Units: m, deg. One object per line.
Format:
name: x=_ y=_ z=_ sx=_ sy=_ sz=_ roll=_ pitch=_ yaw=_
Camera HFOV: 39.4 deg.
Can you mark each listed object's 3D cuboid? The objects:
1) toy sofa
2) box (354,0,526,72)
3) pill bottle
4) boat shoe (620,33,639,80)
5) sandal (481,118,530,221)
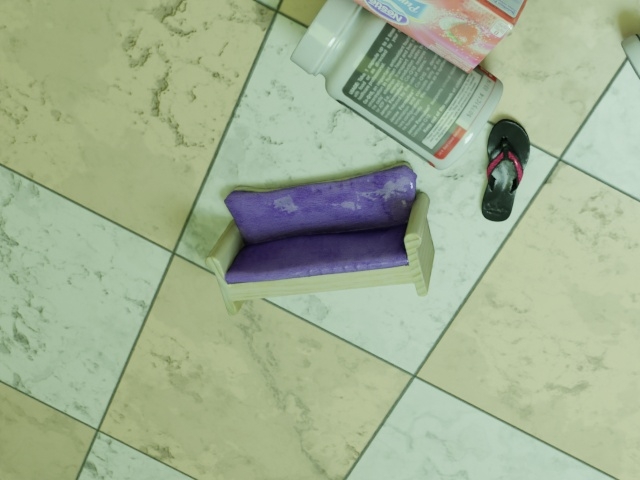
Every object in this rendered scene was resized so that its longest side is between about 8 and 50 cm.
toy sofa: x=0.000 y=0.000 z=1.479 sx=0.362 sy=0.150 sz=0.177 roll=-7 pitch=117 yaw=17
box: x=0.132 y=-0.383 z=1.200 sx=0.299 sy=0.154 sz=0.142 roll=30 pitch=157 yaw=-7
pill bottle: x=0.110 y=-0.244 z=1.314 sx=0.283 sy=0.161 sz=0.161 roll=34 pitch=120 yaw=-6
boat shoe: x=0.534 y=-0.204 z=1.273 sx=0.088 sy=0.096 sz=0.267 roll=-39 pitch=105 yaw=24
sandal: x=0.291 y=-0.104 z=1.415 sx=0.067 sy=0.040 sz=0.179 roll=8 pitch=119 yaw=10
